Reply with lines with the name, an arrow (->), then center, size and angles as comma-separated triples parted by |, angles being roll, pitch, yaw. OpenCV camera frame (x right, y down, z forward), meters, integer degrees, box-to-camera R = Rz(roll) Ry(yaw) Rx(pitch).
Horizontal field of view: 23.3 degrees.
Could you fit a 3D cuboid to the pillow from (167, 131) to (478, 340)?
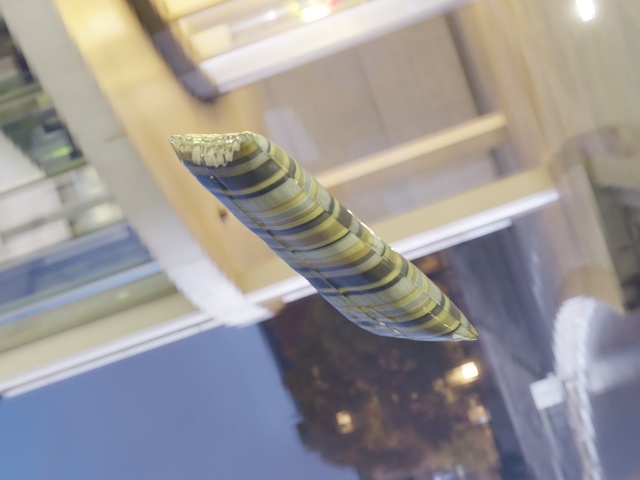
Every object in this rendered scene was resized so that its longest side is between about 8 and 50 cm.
pillow -> 0.000, 0.000, 0.953 | 0.203, 0.038, 0.113 | 40, 162, -24
